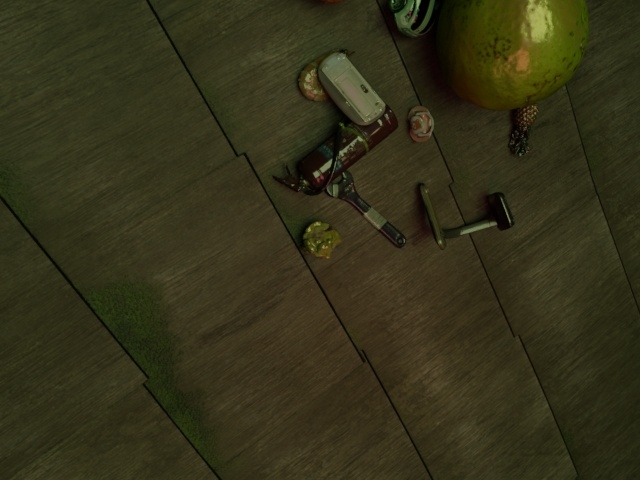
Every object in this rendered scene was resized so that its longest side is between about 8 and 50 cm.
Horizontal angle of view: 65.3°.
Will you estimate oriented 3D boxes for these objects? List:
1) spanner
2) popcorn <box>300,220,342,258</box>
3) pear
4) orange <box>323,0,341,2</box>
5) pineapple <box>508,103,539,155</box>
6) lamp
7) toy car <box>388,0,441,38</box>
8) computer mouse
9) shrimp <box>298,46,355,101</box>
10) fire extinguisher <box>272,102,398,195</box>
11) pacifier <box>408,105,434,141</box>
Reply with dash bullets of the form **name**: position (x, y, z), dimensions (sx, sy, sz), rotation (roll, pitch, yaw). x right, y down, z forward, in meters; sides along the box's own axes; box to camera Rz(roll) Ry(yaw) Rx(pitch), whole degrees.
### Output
- **spanner**: position (0.137, -0.084, 1.400), dimensions (0.316, 0.024, 0.087), rotation (39, 80, -23)
- **popcorn**: position (0.002, -0.001, 1.332), dimensions (0.109, 0.089, 0.097), rotation (-30, 74, -23)
- **pear**: position (0.475, -0.532, 1.253), dimensions (0.391, 0.391, 0.390), rotation (-4, 102, -21)
- **orange**: position (0.020, -0.658, 1.169), dimensions (0.194, 0.161, 0.193), rotation (1, 87, -23)
- **pineapple**: position (0.617, -0.338, 1.518), dimensions (0.074, 0.074, 0.159), rotation (-3, 109, -21)
- **lamp**: position (0.419, -0.095, 1.477), dimensions (0.284, 0.124, 0.203), rotation (-15, 85, -15)
- **toy car**: position (0.271, -0.675, 1.259), dimensions (0.136, 0.125, 0.305), rotation (1, 100, -47)
- **computer mouse**: position (0.077, -0.379, 1.253), dimensions (0.102, 0.045, 0.199), rotation (-42, 93, -12)
- **shrimp**: position (0.022, -0.428, 1.277), dimensions (0.180, 0.041, 0.099), rotation (-42, 113, -10)
- **fire extinguisher**: position (0.037, -0.236, 1.294), dimensions (0.341, 0.105, 0.141), rotation (-39, 76, -10)
- **pacifier**: position (0.289, -0.326, 1.391), dimensions (0.078, 0.082, 0.099), rotation (-22, 110, -46)
